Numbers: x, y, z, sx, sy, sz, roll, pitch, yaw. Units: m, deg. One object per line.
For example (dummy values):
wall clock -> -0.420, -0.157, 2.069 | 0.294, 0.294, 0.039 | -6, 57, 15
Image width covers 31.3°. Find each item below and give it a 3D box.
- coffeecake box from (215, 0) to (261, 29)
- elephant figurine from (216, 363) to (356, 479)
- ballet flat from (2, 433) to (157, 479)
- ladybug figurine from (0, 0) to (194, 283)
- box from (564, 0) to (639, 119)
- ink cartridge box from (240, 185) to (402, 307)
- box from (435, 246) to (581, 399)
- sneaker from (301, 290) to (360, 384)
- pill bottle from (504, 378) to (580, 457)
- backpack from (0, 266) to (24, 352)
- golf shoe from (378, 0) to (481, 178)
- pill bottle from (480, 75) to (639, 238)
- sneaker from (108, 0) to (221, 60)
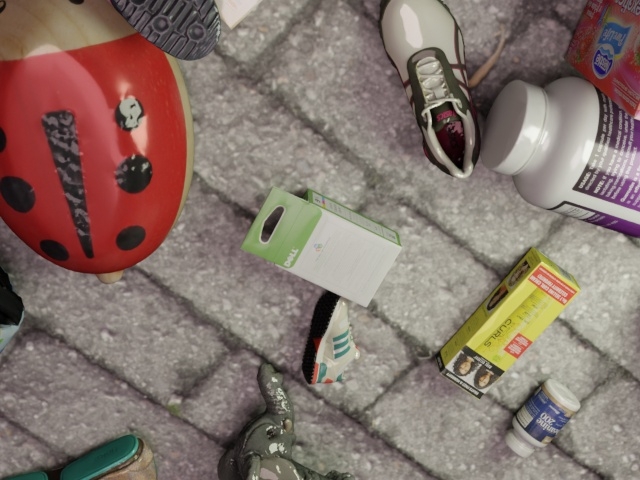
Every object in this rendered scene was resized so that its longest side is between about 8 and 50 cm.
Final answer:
coffeecake box -> -0.096, -0.388, 1.458 | 0.185, 0.068, 0.142 | -41, 109, 13
elephant figurine -> -0.077, 0.347, 1.745 | 0.169, 0.186, 0.239 | -33, 110, 33
ballet flat -> -0.397, 0.405, 1.771 | 0.316, 0.107, 0.106 | -20, 121, 6
ladybug figurine -> -0.321, -0.137, 1.502 | 0.305, 0.162, 0.449 | -12, 114, 1
box -> 0.438, -0.237, 1.436 | 0.154, 0.300, 0.142 | 15, 110, -11
ink cartridge box -> 0.000, 0.000, 1.639 | 0.209, 0.062, 0.109 | 25, 110, -14
box -> 0.279, 0.126, 1.716 | 0.087, 0.058, 0.232 | 36, 107, -17
sneaker -> 0.026, 0.145, 1.717 | 0.075, 0.057, 0.161 | 6, 113, -25
pill bottle -> 0.343, 0.280, 1.784 | 0.067, 0.067, 0.120 | 32, 108, -16
backpack -> -0.576, 0.073, 1.519 | 0.355, 0.290, 0.273 | 7, 117, -36
golf shoe -> 0.158, -0.212, 1.528 | 0.105, 0.120, 0.273 | -21, 112, 7
pill bottle -> 0.387, -0.110, 1.541 | 0.323, 0.181, 0.181 | 16, 112, -16
sneaker -> -0.244, -0.353, 1.415 | 0.112, 0.131, 0.319 | -43, 100, 3
